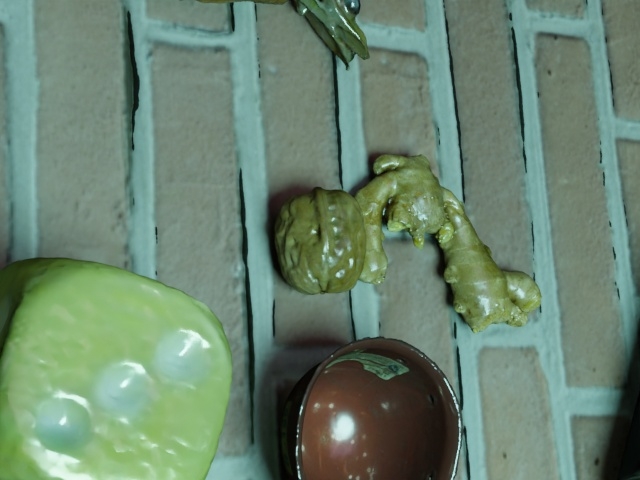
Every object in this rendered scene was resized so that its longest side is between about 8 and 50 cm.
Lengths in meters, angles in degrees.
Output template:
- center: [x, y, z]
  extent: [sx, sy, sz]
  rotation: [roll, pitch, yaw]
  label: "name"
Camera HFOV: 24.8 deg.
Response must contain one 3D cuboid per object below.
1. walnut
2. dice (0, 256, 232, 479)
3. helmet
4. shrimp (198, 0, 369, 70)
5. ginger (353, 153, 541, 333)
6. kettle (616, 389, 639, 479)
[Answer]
- center: [0.000, 0.000, 1.250]
  extent: [0.079, 0.082, 0.096]
  rotation: [-4, 77, -2]
  label: "walnut"
- center: [-0.175, 0.117, 1.057]
  extent: [0.169, 0.169, 0.166]
  rotation: [20, 65, -23]
  label: "dice"
- center: [0.028, 0.171, 1.195]
  extent: [0.155, 0.106, 0.175]
  rotation: [-6, 83, -28]
  label: "helmet"
- center: [-0.083, -0.258, 1.291]
  extent: [0.317, 0.077, 0.168]
  rotation: [44, 69, -6]
  label: "shrimp"
- center: [0.111, 0.002, 1.326]
  extent: [0.193, 0.052, 0.176]
  rotation: [-7, 84, -30]
  label: "ginger"
- center: [0.405, 0.147, 1.397]
  extent: [0.203, 0.262, 0.308]
  rotation: [17, 66, 14]
  label: "kettle"
